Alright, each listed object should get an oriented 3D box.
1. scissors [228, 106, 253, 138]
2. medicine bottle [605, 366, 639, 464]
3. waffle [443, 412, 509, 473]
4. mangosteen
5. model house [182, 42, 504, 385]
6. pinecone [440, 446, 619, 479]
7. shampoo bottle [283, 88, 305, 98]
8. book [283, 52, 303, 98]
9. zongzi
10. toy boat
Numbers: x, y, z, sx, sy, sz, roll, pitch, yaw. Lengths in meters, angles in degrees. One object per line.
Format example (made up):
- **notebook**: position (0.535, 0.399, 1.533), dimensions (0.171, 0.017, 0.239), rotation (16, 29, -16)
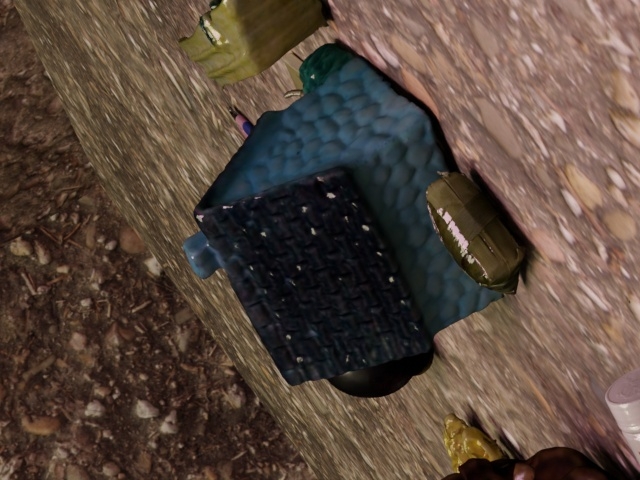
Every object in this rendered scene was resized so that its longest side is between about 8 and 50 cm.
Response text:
- **scissors**: position (-0.087, -0.133, 2.435), dimensions (0.113, 0.012, 0.039), rotation (49, 167, 38)
- **medicine bottle**: position (0.263, 0.146, 1.491), dimensions (0.089, 0.057, 0.057), rotation (60, 170, -16)
- **waffle**: position (0.222, 0.315, 2.236), dimensions (0.261, 0.056, 0.250), rotation (48, 168, 32)
- **mangosteen**: position (0.064, 0.120, 2.231), dimensions (0.151, 0.137, 0.137), rotation (17, -156, -46)
- **model house**: position (0.000, 0.000, 1.788), dimensions (0.226, 0.241, 0.261), rotation (40, 161, 52)
- **pinecone**: position (0.166, 0.370, 1.743), dimensions (0.398, 0.397, 0.398), rotation (54, 170, 14)
- **shampoo bottle**: position (0.004, -0.076, 1.940), dimensions (0.079, 0.079, 0.162), rotation (-146, 46, -66)
- **book**: position (0.000, -0.135, 2.000), dimensions (0.077, 0.014, 0.111), rotation (44, 164, 52)
- **zongzi**: position (0.133, -0.005, 1.674), dimensions (0.109, 0.055, 0.119), rotation (57, -178, 14)
- **toy boat**: position (-0.063, -0.201, 1.820), dimensions (0.084, 0.111, 0.276), rotation (53, 167, -5)
